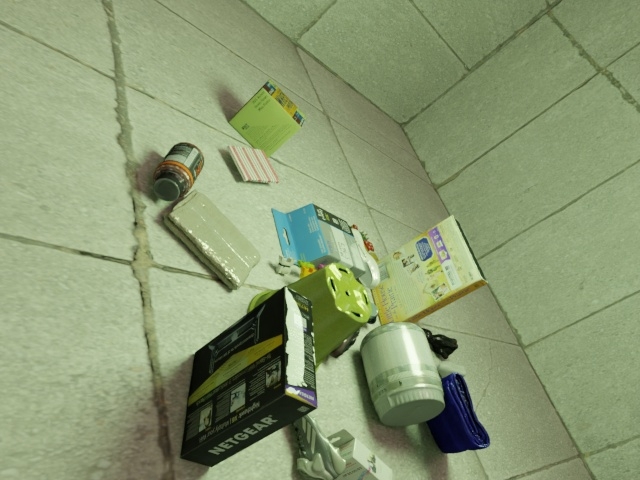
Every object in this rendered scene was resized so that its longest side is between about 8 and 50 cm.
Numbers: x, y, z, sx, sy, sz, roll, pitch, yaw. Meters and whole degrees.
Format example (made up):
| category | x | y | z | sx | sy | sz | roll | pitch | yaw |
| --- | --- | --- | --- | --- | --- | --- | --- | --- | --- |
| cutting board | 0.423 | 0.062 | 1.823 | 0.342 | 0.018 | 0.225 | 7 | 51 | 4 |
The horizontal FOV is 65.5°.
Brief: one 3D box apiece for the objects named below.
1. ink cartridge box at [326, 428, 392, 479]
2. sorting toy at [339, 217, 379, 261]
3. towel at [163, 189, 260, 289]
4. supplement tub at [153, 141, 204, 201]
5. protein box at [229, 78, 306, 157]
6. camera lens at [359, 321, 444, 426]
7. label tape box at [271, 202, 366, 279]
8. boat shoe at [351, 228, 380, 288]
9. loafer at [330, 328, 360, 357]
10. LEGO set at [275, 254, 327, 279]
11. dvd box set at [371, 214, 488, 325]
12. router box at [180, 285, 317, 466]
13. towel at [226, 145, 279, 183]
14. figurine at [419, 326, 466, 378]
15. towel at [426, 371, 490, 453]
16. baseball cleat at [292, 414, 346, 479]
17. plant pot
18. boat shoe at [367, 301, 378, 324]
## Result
| category | x | y | z | sx | sy | sz | roll | pitch | yaw |
| --- | --- | --- | --- | --- | --- | --- | --- | --- | --- |
| ink cartridge box | 0.080 | 0.559 | 1.229 | 0.181 | 0.104 | 0.061 | 45 | 27 | -14 |
| sorting toy | 0.172 | 0.004 | 2.123 | 0.275 | 0.046 | 0.132 | 31 | 34 | -38 |
| towel | -0.294 | -0.004 | 1.376 | 0.282 | 0.049 | 0.187 | 48 | 28 | -12 |
| supplement tub | -0.394 | -0.186 | 1.370 | 0.106 | 0.106 | 0.197 | 42 | 29 | -22 |
| protein box | -0.201 | -0.467 | 1.918 | 0.201 | 0.200 | 0.136 | 44 | 27 | -18 |
| camera lens | 0.251 | 0.410 | 1.557 | 0.219 | 0.219 | 0.274 | 30 | 34 | -38 |
| label tape box | 0.000 | 0.000 | 1.781 | 0.334 | 0.106 | 0.240 | 25 | 37 | -44 |
| boat shoe | 0.137 | 0.069 | 1.942 | 0.096 | 0.098 | 0.277 | 11 | 43 | -46 |
| loafer | 0.094 | 0.288 | 1.588 | 0.095 | 0.109 | 0.302 | 53 | 23 | -9 |
| LEGO set | -0.044 | 0.124 | 1.598 | 0.227 | 0.093 | 0.087 | 16 | 13 | -44 |
| dvd box set | 0.383 | 0.133 | 1.884 | 0.062 | 0.420 | 0.307 | 33 | 32 | -41 |
| router box | -0.144 | 0.270 | 0.987 | 0.081 | 0.309 | 0.242 | 35 | 33 | -31 |
| towel | -0.237 | -0.264 | 1.760 | 0.197 | 0.029 | 0.144 | -6 | 63 | -57 |
| figurine | 0.474 | 0.465 | 2.022 | 0.210 | 0.092 | 0.214 | 28 | 36 | -27 |
| towel | 0.409 | 0.566 | 1.597 | 0.076 | 0.308 | 0.227 | -13 | 66 | -15 |
| baseball cleat | -0.033 | 0.481 | 1.178 | 0.109 | 0.072 | 0.206 | -32 | 60 | -30 |
| plant pot | -0.011 | 0.198 | 1.353 | 0.276 | 0.254 | 0.276 | 38 | 29 | -26 |
| boat shoe | 0.130 | 0.225 | 1.776 | 0.183 | 0.065 | 0.083 | 43 | -23 | 27 |
